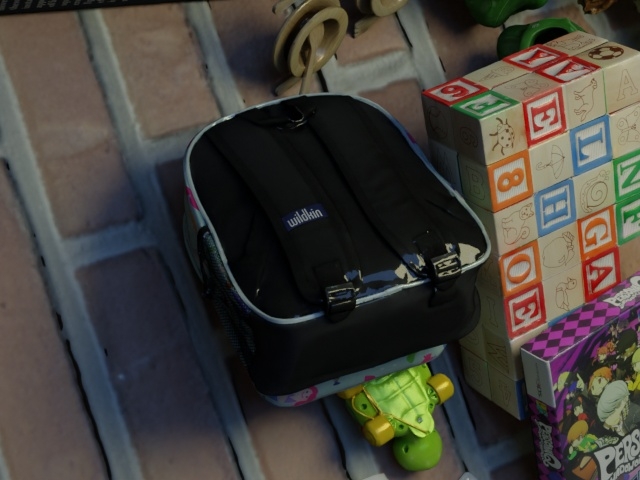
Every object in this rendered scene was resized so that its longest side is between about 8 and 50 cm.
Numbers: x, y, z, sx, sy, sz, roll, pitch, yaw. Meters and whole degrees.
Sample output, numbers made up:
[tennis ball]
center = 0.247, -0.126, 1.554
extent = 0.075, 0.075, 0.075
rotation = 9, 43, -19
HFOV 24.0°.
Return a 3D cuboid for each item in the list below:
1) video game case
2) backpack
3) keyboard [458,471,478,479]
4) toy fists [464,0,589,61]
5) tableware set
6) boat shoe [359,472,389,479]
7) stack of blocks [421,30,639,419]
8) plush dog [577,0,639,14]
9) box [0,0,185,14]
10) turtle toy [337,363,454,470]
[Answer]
[video game case]
center = 0.287, 0.131, 1.359
extent = 0.232, 0.042, 0.210
rotation = -28, 124, -25
[backpack]
center = 0.000, 0.000, 1.267
extent = 0.225, 0.191, 0.253
rotation = -18, 55, -19
[keyboard]
center = 0.202, 0.316, 1.332
extent = 0.256, 0.014, 0.072
rotation = 43, 59, 8
[toy fists]
center = 0.198, -0.215, 1.449
extent = 0.096, 0.142, 0.279
rotation = -30, 82, 17
[tableware set]
center = 0.035, -0.212, 1.392
extent = 0.039, 0.128, 0.194
rotation = 40, 65, 23
[boat shoe]
center = -0.042, 0.279, 1.237
extent = 0.268, 0.096, 0.088
rotation = -18, 76, -32
[stack of blocks]
center = 0.201, -0.013, 1.324
extent = 0.171, 0.087, 0.297
rotation = -23, 120, -23
[plush dog]
center = 0.379, -0.262, 1.491
extent = 0.225, 0.210, 0.262
rotation = 32, 34, 24
[box]
center = -0.177, -0.378, 1.325
extent = 0.396, 0.212, 0.293
rotation = -8, 77, -22
[turtle toy]
center = 0.065, 0.144, 1.327
extent = 0.095, 0.066, 0.130
rotation = -31, 86, -23
